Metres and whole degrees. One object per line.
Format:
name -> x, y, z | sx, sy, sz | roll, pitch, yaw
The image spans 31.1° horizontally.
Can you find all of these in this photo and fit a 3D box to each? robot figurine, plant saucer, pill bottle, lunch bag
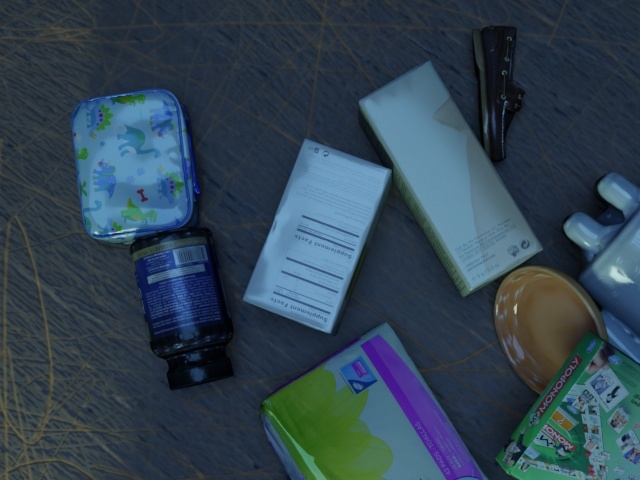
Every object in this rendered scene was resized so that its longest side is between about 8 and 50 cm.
robot figurine -> 0.498, 0.055, 1.582 | 0.353, 0.200, 0.300 | 39, 99, 7
plant saucer -> 0.326, 0.126, 1.605 | 0.037, 0.200, 0.200 | -19, 81, -35
pill bottle -> -0.193, 0.098, 1.655 | 0.122, 0.123, 0.219 | -13, 82, 2
lunch bag -> -0.268, -0.107, 1.699 | 0.176, 0.090, 0.219 | -9, 83, 3

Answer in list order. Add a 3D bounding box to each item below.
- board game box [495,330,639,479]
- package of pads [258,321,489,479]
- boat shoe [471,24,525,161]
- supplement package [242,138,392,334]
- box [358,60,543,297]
board game box -> 0.417, 0.285, 1.550 | 0.317, 0.046, 0.213 | 33, 96, -23
package of pads -> 0.071, 0.299, 1.607 | 0.229, 0.101, 0.297 | -31, 82, -15
boat shoe -> 0.264, -0.217, 1.691 | 0.073, 0.073, 0.207 | -3, 83, 5
supplement package -> 0.000, 0.000, 1.648 | 0.133, 0.139, 0.244 | 20, 86, 6
box -> 0.180, -0.083, 1.645 | 0.121, 0.148, 0.311 | -30, 84, -1
